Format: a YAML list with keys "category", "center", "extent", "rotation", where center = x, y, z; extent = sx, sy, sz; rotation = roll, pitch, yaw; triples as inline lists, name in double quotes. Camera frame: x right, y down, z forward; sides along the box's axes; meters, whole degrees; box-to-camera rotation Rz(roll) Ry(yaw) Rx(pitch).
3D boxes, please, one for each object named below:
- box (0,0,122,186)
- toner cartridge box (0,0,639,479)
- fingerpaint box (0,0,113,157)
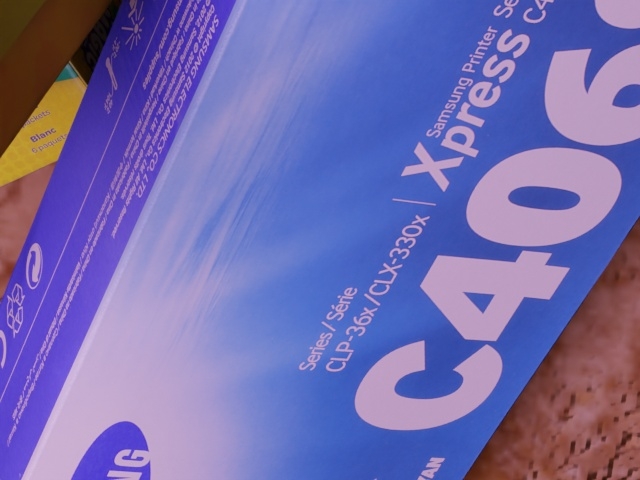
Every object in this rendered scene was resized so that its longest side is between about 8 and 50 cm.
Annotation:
- category: "box"
  center: [-0.127, -0.054, 0.621]
  extent: [0.179, 0.105, 0.043]
  rotation: [-21, 124, 17]
- category: "toner cartridge box"
  center: [0.000, 0.000, 0.575]
  extent: [0.165, 0.075, 0.348]
  rotation: [6, 131, -27]
- category: "fingerpaint box"
  center: [-0.194, -0.215, 0.385]
  extent: [0.163, 0.371, 0.445]
  rotation: [-5, 121, 15]
